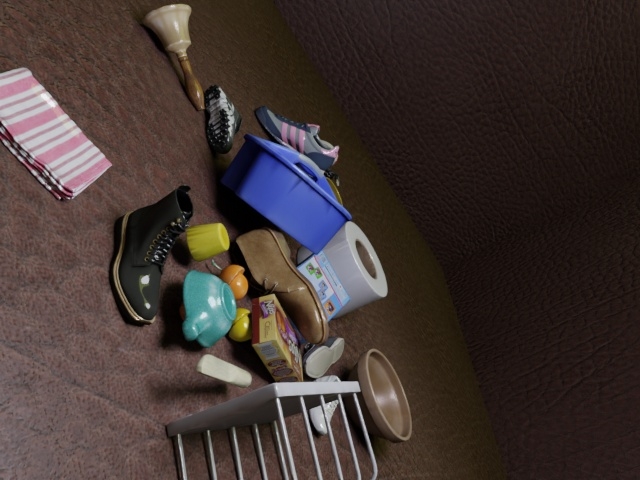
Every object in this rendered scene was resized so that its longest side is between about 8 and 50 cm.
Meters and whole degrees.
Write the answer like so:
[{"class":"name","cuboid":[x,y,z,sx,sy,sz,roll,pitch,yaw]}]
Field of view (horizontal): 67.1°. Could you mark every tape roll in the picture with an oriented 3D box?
[{"class":"tape roll","cuboid":[0.066,0.088,1.421,0.246,0.169,0.246,50,22,-30]}]

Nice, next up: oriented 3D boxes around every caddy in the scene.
[{"class":"caddy","cuboid":[-0.072,-0.122,1.178,0.341,0.179,0.241,38,-2,-36]}]

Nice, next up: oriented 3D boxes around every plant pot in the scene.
[{"class":"plant pot","cuboid":[0.135,0.412,1.249,0.237,0.110,0.237,51,21,-28]},{"class":"plant pot","cuboid":[0.005,-0.139,1.678,0.134,0.095,0.134,51,25,-35]}]

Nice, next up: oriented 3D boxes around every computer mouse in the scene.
[{"class":"computer mouse","cuboid":[-0.015,-0.234,1.763,0.184,0.060,0.262,30,19,-11]}]

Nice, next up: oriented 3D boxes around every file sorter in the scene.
[{"class":"file sorter","cuboid":[-0.055,0.330,0.742,0.278,0.193,0.173,28,41,-59]}]

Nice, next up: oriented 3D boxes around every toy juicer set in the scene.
[{"class":"toy juicer set","cuboid":[-0.186,0.140,0.847,0.329,0.089,0.209,-100,173,-46]}]

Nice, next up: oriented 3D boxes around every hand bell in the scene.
[{"class":"hand bell","cuboid":[-0.346,-0.450,1.222,0.126,0.126,0.242,-50,123,-70]}]

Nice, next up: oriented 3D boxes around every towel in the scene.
[{"class":"towel","cuboid":[-0.414,-0.165,0.725,0.197,0.029,0.144,54,20,-23]}]

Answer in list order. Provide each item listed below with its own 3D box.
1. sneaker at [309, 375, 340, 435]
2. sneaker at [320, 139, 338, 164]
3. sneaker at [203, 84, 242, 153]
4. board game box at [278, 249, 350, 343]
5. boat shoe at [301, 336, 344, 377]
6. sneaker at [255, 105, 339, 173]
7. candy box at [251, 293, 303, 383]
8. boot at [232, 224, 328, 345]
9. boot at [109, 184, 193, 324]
[{"class":"sneaker","cuboid":[0.013,0.360,1.077,0.053,0.061,0.152,55,21,-27]},{"class":"sneaker","cuboid":[-0.041,-0.336,1.776,0.225,0.088,0.093,28,26,10]},{"class":"sneaker","cuboid":[-0.248,-0.308,1.281,0.106,0.078,0.234,35,31,-49]},{"class":"board game box","cuboid":[-0.023,0.135,1.215,0.211,0.039,0.160,-36,99,-50]},{"class":"boat shoe","cuboid":[-0.007,0.276,1.168,0.206,0.065,0.075,-8,108,-65]},{"class":"sneaker","cuboid":[-0.074,-0.371,1.652,0.319,0.131,0.112,41,21,-6]},{"class":"candy box","cuboid":[-0.084,0.208,0.964,0.109,0.053,0.186,-98,170,-46]},{"class":"boot","cuboid":[-0.093,0.106,1.053,0.115,0.112,0.305,-15,62,-40]},{"class":"boot","cuboid":[-0.249,0.016,0.743,0.077,0.137,0.198,29,38,-58]}]
